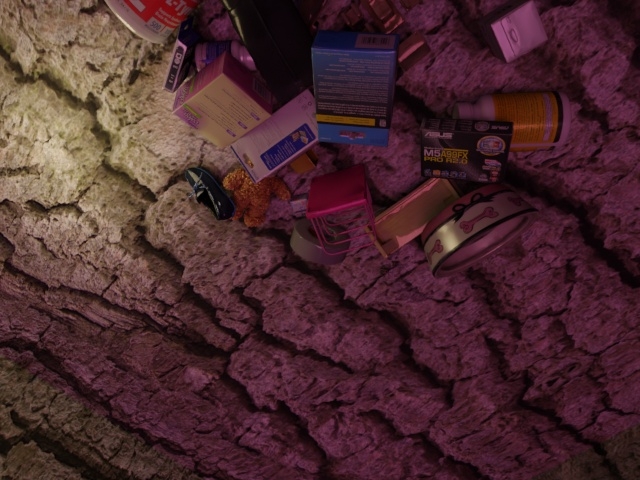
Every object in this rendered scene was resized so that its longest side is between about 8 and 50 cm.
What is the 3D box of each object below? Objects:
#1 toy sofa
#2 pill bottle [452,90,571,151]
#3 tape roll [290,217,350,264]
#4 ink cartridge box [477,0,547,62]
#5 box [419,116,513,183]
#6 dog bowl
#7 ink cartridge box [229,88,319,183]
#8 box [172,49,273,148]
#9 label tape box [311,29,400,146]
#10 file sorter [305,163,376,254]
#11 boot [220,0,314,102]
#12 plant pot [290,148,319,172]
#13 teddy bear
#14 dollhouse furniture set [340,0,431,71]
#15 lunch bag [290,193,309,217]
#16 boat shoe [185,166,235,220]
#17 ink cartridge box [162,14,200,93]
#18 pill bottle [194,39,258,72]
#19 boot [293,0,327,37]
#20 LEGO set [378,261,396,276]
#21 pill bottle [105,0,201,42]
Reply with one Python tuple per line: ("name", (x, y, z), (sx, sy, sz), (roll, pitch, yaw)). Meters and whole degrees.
("toy sofa", (0.349, -0.099, 1.760), (0.362, 0.177, 0.150), (-37, 85, 21))
("pill bottle", (0.608, -0.382, 1.546), (0.333, 0.188, 0.188), (-1, 118, 5))
("tape roll", (0.000, 0.000, 1.779), (0.219, 0.219, 0.072), (16, 118, -4))
("ink cartridge box", (0.569, -0.629, 1.423), (0.127, 0.176, 0.128), (-28, 113, 18))
("box", (0.455, -0.283, 1.514), (0.269, 0.060, 0.216), (8, 147, 17))
("dog bowl", (0.532, -0.037, 1.652), (0.408, 0.408, 0.150), (-38, 67, 21))
("ink cartridge box", (-0.128, -0.348, 1.622), (0.332, 0.065, 0.165), (-34, 89, 5))
("box", (-0.314, -0.448, 1.550), (0.242, 0.117, 0.213), (-25, 140, 30))
("label tape box", (0.107, -0.459, 1.464), (0.240, 0.106, 0.334), (7, 142, 9))
("file sorter", (0.083, -0.109, 1.678), (0.202, 0.291, 0.182), (-15, 119, 12))
("boot", (-0.077, -0.659, 1.374), (0.366, 0.146, 0.445), (-19, 134, 15))
("plant pot", (-0.065, -0.288, 1.712), (0.083, 0.081, 0.081), (-30, 112, 25))
("teddy bear", (-0.238, -0.190, 1.758), (0.245, 0.113, 0.338), (40, 114, -18))
("dollhouse furniture set", (0.226, -0.666, 1.478), (0.212, 0.161, 0.242), (-35, 88, 20))
("lunch bag", (-0.070, -0.128, 1.812), (0.071, 0.053, 0.083), (-10, 126, 11))
("boat shoe", (-0.415, -0.175, 1.729), (0.258, 0.089, 0.109), (40, 139, 21))
("ink cartridge box", (-0.430, -0.591, 1.502), (0.045, 0.206, 0.208), (20, 119, -14))
("pill bottle", (-0.301, -0.589, 1.546), (0.186, 0.112, 0.112), (-3, 118, 6))
("boot", (-0.037, -0.734, 1.466), (0.106, 0.082, 0.219), (20, 120, -10))
("LEGO set", (0.269, 0.116, 1.938), (0.083, 0.023, 0.054), (-23, 117, 1))
("pill bottle", (-0.421, -0.795, 1.378), (0.407, 0.229, 0.229), (-36, 110, 21))
